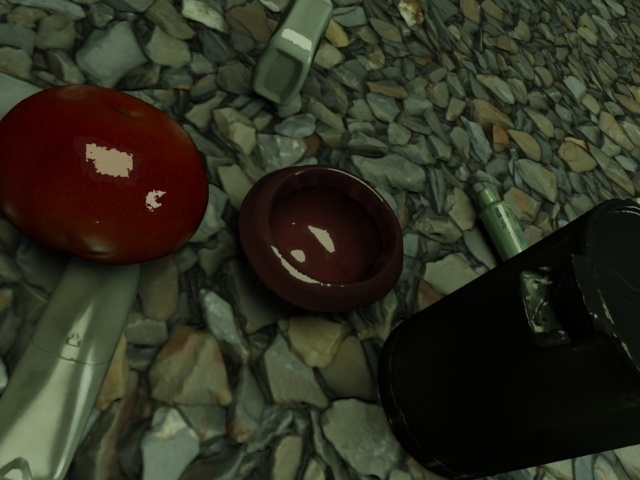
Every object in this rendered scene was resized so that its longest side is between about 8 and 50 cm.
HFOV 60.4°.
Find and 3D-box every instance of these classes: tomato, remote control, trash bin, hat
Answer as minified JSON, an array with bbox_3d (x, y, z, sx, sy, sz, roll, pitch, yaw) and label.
[{"bbox_3d":[-0.200,-0.065,0.517,0.195,0.136,0.195,19,28,-10],"label":"tomato"},{"bbox_3d":[-0.220,0.096,0.487,0.073,0.044,0.229,25,53,-18],"label":"remote control"},{"bbox_3d":[0.223,0.116,0.558,0.252,0.301,0.202,5,60,-26],"label":"trash bin"},{"bbox_3d":[0.000,0.000,0.640,0.206,0.089,0.205,11,57,-18],"label":"hat"}]

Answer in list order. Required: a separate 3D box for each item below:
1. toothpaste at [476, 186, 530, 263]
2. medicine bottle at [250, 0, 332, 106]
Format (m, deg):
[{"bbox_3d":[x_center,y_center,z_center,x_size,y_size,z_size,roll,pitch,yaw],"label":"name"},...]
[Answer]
[{"bbox_3d":[0.300,0.040,0.811,0.069,0.047,0.268,-5,66,-52],"label":"toothpaste"},{"bbox_3d":[-0.034,-0.279,0.765,0.069,0.119,0.183,24,51,-11],"label":"medicine bottle"}]
